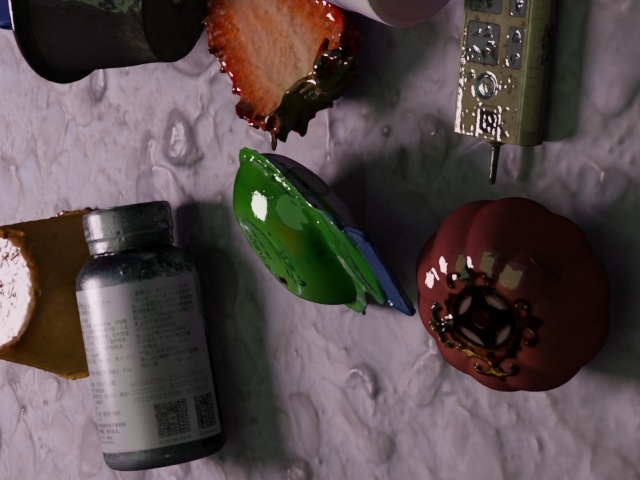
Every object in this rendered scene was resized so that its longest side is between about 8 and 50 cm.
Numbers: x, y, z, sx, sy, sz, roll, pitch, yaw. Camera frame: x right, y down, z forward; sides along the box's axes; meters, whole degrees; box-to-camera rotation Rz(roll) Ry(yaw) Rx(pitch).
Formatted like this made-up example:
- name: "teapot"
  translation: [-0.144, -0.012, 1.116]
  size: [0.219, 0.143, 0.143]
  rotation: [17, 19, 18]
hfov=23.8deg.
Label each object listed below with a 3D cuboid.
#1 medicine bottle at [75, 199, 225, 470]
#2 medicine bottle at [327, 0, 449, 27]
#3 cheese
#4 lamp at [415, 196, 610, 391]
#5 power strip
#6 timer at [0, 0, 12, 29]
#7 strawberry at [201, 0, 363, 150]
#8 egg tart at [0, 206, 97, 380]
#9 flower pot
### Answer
- name: "medicine bottle"
  translation: [-0.197, 0.105, 1.717]
  size: [0.141, 0.141, 0.293]
  rotation: [-8, 91, 46]
- name: "medicine bottle"
  translation: [0.007, -0.306, 1.426]
  size: [0.254, 0.152, 0.152]
  rotation: [31, 118, 40]
- name: "cheese"
  translation: [0.000, 0.000, 1.477]
  size: [0.204, 0.083, 0.320]
  rotation: [59, 164, -24]
- name: "lamp"
  translation: [0.172, 0.045, 1.336]
  size: [0.182, 0.140, 0.182]
  rotation: [18, 124, 30]
- name: "power strip"
  translation: [0.167, -0.181, 1.366]
  size: [0.092, 0.034, 0.268]
  rotation: [17, 108, 43]
- name: "timer"
  translation: [-0.420, -0.463, 1.800]
  size: [0.270, 0.270, 0.383]
  rotation: [-3, 83, 46]
- name: "strawberry"
  translation: [-0.027, -0.205, 1.540]
  size: [0.167, 0.087, 0.208]
  rotation: [-40, 54, 29]
- name: "egg tart"
  translation: [-0.332, 0.061, 1.831]
  size: [0.215, 0.171, 0.215]
  rotation: [-4, 83, 34]
- name: "flower pot"
  translation: [-0.211, -0.273, 1.640]
  size: [0.148, 0.235, 0.235]
  rotation: [15, 108, 25]
